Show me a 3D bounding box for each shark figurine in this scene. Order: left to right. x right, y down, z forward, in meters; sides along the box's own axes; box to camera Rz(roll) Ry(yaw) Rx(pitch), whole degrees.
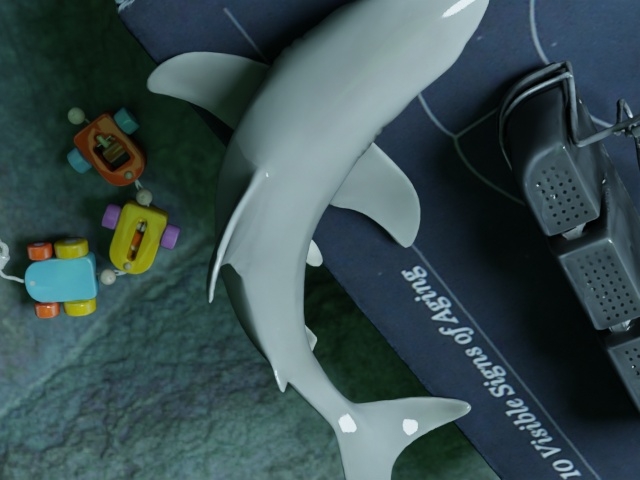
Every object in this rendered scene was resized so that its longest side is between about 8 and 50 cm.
[{"bbox_3d":[-0.016,0.019,0.497,0.166,0.116,0.278,7,120,14],"label":"shark figurine"}]

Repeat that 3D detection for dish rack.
[{"bbox_3d":[0.229,-0.012,0.434,0.271,0.074,0.208,-23,113,24],"label":"dish rack"}]

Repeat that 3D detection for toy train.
[{"bbox_3d":[-0.177,-0.020,0.809,0.166,0.046,0.125,-41,104,11],"label":"toy train"}]

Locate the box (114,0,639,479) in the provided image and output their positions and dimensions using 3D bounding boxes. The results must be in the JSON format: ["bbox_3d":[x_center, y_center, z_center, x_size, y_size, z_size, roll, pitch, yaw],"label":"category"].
[{"bbox_3d":[0.244,-0.109,0.582,0.471,0.297,0.480,-31,108,27],"label":"box"}]
